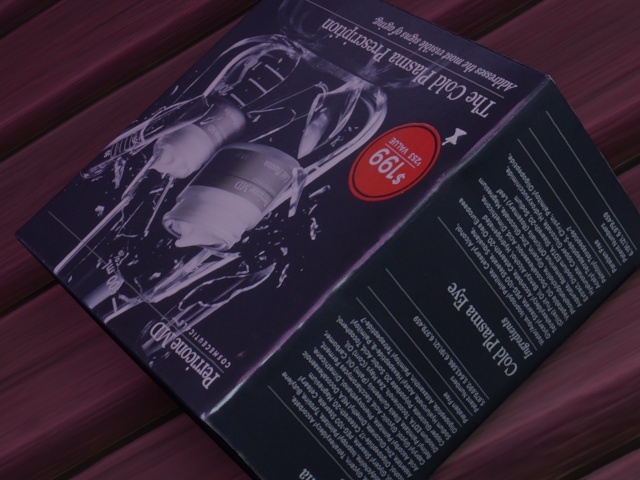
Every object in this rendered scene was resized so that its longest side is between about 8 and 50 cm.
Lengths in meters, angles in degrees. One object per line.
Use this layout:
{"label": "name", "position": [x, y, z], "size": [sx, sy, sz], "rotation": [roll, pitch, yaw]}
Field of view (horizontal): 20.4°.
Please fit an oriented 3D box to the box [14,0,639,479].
{"label": "box", "position": [0.000, 0.000, 1.276], "size": [0.312, 0.179, 0.343], "rotation": [-45, 35, -8]}
